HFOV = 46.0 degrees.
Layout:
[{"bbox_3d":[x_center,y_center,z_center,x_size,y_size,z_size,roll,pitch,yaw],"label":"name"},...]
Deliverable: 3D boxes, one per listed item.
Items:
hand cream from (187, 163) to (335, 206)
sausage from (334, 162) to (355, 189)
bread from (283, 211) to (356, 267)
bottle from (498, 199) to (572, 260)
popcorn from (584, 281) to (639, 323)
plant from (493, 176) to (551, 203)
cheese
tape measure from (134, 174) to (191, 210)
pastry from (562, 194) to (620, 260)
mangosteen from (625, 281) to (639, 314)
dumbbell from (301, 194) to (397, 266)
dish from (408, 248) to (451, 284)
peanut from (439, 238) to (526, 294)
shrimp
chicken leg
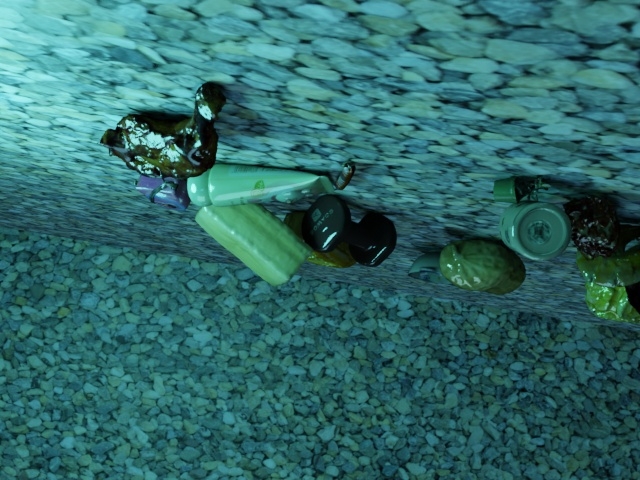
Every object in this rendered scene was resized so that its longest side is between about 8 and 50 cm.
[{"bbox_3d":[-0.127,-0.121,1.606,0.306,0.093,0.147,-1,171,8],"label":"hand cream"},{"bbox_3d":[0.049,-0.128,1.522,0.028,0.025,0.198,37,170,2],"label":"sausage"},{"bbox_3d":[0.000,0.000,2.096,0.152,0.119,0.288,1,169,23],"label":"bread"},{"bbox_3d":[0.404,-0.024,1.456,0.110,0.110,0.233,8,-175,3],"label":"bottle"},{"bbox_3d":[0.782,0.128,1.967,0.185,0.167,0.187,4,173,35],"label":"popcorn"},{"bbox_3d":[0.366,-0.091,1.361,0.102,0.051,0.051,-2,167,27],"label":"plant"},{"bbox_3d":[-0.167,-0.016,1.800,0.265,0.124,0.242,40,165,-6],"label":"cheese"},{"bbox_3d":[-0.372,-0.123,1.828,0.118,0.074,0.125,12,167,17],"label":"tape measure"},{"bbox_3d":[0.529,-0.024,1.459,0.097,0.115,0.208,-8,163,22],"label":"pastry"},{"bbox_3d":[0.814,0.090,1.717,0.230,0.194,0.194,-35,145,33],"label":"mangosteen"},{"bbox_3d":[0.071,-0.020,1.820,0.225,0.140,0.124,19,-150,-47],"label":"dumbbell"},{"bbox_3d":[0.384,0.077,2.287,0.228,0.086,0.236,6,170,9],"label":"dish"},{"bbox_3d":[0.450,0.073,2.016,0.291,0.143,0.159,14,180,-42],"label":"peanut"},{"bbox_3d":[0.659,0.017,1.548,0.267,0.145,0.061,-17,139,8],"label":"shrimp"},{"bbox_3d":[-0.246,-0.182,1.299,0.158,0.096,0.407,37,156,-28],"label":"chicken leg"}]
